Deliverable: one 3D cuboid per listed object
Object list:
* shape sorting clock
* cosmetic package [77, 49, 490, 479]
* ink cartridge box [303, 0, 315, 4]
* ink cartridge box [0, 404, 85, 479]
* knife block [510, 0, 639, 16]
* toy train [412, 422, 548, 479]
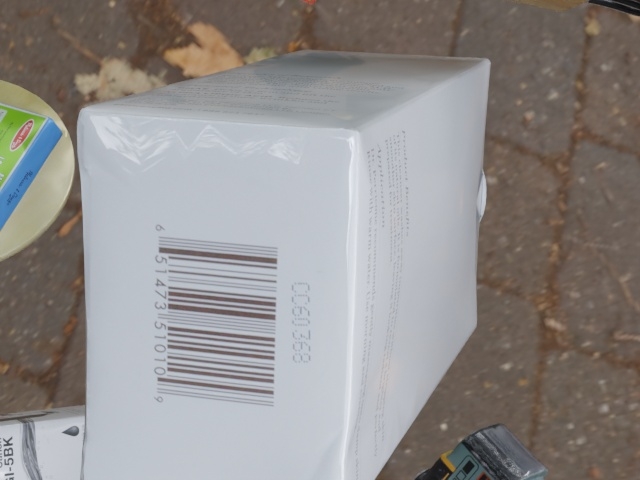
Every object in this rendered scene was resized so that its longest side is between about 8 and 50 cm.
[{"bbox_3d":[-0.308,-0.057,1.114,0.206,0.040,0.206,0,53,1],"label":"shape sorting clock"},{"bbox_3d":[0.000,0.000,0.841,0.156,0.385,0.217,5,102,15],"label":"cosmetic package"},{"bbox_3d":[-0.008,-0.276,1.371,0.115,0.063,0.029,16,49,-37],"label":"ink cartridge box"},{"bbox_3d":[-0.212,0.177,0.974,0.135,0.056,0.099,-3,91,-36],"label":"ink cartridge box"},{"bbox_3d":[0.144,-0.211,0.922,0.242,0.275,0.088,11,92,-49],"label":"knife block"},{"bbox_3d":[0.250,0.388,1.667,0.142,0.190,0.334,-4,45,-51],"label":"toy train"}]
